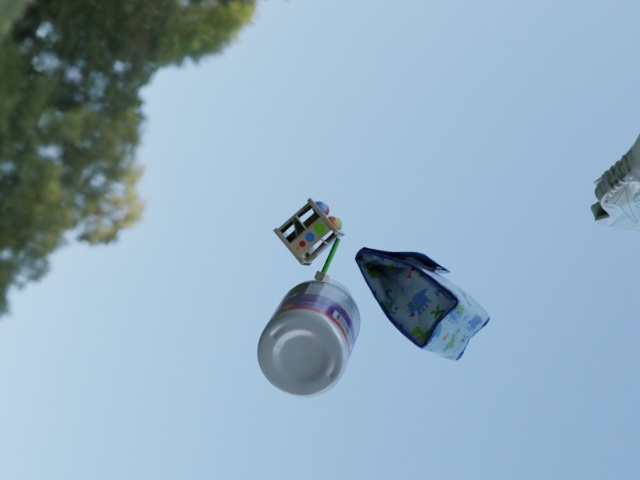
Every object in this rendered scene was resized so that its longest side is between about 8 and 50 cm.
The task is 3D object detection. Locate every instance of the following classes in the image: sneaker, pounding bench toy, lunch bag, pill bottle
[{"bbox_3d":[0.299,-0.054,1.131,0.152,0.061,0.053,86,4,-56],"label":"sneaker"},{"bbox_3d":[0.000,0.000,1.351,0.065,0.083,0.052,-41,171,5],"label":"pounding bench toy"},{"bbox_3d":[0.122,0.069,1.468,0.151,0.129,0.096,39,-85,30],"label":"lunch bag"},{"bbox_3d":[-0.008,0.110,1.437,0.108,0.108,0.193,-56,-179,17],"label":"pill bottle"}]
